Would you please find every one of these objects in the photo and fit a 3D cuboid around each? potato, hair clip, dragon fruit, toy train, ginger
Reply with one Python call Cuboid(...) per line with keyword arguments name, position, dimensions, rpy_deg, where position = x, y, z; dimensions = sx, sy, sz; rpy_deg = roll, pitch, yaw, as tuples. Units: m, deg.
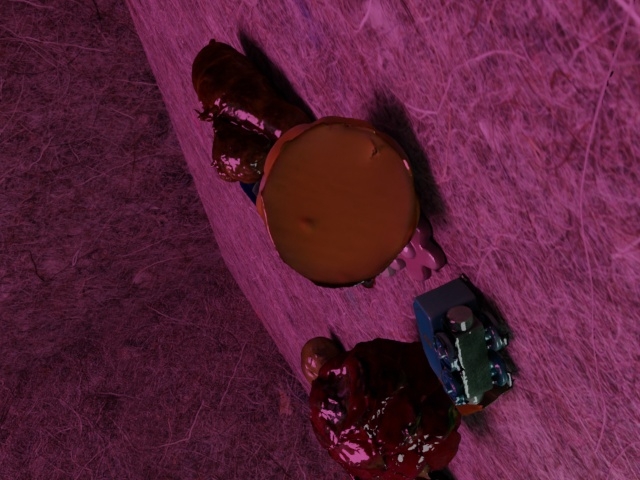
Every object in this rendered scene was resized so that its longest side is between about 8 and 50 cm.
Cuboid(name="potato", position=(0.016, 0.417, 2.655), dimensions=(0.248, 0.143, 0.169), rpy_deg=(69, -155, -45))
Cuboid(name="hair clip", position=(0.139, 0.005, 1.465), dimensions=(0.257, 0.075, 0.146), rpy_deg=(11, 123, 68))
Cuboid(name="dragon fruit", position=(0.137, 0.348, 1.635), dimensions=(0.329, 0.329, 0.329), rpy_deg=(57, 167, 22))
Cuboid(name="toy train", position=(0.230, 0.169, 1.333), dimensions=(0.163, 0.112, 0.203), rpy_deg=(-124, 15, -52))
Cuboid(name="ginger", position=(-0.193, -0.286, 1.807), dimensions=(0.176, 0.254, 0.418), rpy_deg=(24, -156, -52))

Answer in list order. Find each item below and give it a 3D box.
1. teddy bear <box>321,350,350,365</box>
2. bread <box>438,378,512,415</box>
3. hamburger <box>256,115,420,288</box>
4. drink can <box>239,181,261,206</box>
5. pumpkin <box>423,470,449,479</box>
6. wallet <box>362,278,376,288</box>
Cuboid(name="teddy bear", position=(0.112, 0.439, 2.341), dimensions=(0.296, 0.222, 0.246), rpy_deg=(-11, 104, 32))
Cuboid(name="bread", position=(0.272, 0.253, 1.417), dimensions=(0.084, 0.074, 0.139), rpy_deg=(57, 168, 11))
Cuboid(name="hamburger", position=(0.027, -0.073, 1.332), dimensions=(0.237, 0.276, 0.276), rpy_deg=(-96, -19, -80))
Cuboid(name="drink can", position=(-0.140, -0.141, 2.160), dimensions=(0.205, 0.118, 0.118), rpy_deg=(51, 163, 46))
Cuboid(name="pumpkin", position=(0.278, 0.729, 2.121), dimensions=(0.320, 0.192, 0.320), rpy_deg=(56, 167, 20))
Cuboid(name="wallet", position=(0.053, -0.007, 1.683), dimensions=(0.142, 0.045, 0.204), rpy_deg=(55, -169, -44))
